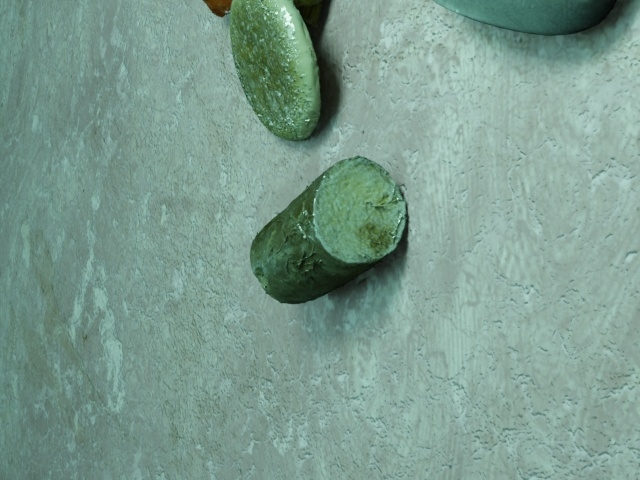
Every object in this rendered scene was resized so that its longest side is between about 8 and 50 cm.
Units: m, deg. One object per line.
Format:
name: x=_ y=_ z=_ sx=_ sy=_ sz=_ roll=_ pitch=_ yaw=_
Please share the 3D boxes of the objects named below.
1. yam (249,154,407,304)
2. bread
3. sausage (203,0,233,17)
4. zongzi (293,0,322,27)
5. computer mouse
yam: x=0.000 y=0.000 z=1.451 sx=0.254 sy=0.154 sz=0.154 roll=-34 pitch=60 yaw=49
bread: x=-0.077 y=-0.274 z=1.588 sx=0.267 sy=0.040 sz=0.267 roll=48 pitch=149 yaw=41
sausage: x=-0.176 y=-0.556 z=1.795 sx=0.102 sy=0.102 sz=0.330 roll=-9 pitch=81 yaw=56
zongzi: x=-0.044 y=-0.445 z=1.592 sx=0.187 sy=0.084 sz=0.184 roll=43 pitch=124 yaw=47
computer mouse: x=0.204 y=-0.361 z=1.191 sx=0.374 sy=0.114 sz=0.203 roll=46 pitch=126 yaw=49
